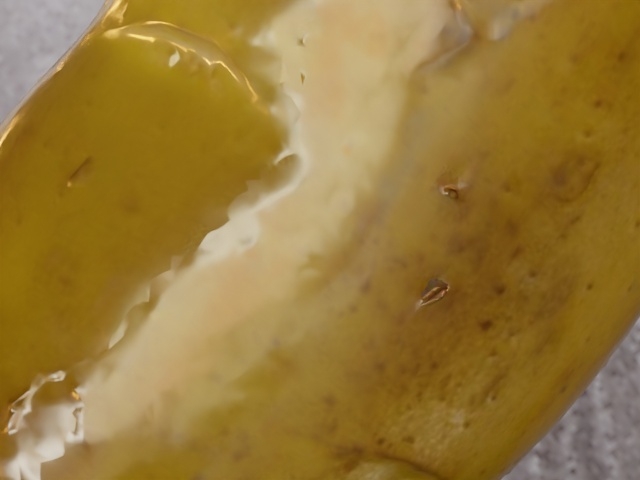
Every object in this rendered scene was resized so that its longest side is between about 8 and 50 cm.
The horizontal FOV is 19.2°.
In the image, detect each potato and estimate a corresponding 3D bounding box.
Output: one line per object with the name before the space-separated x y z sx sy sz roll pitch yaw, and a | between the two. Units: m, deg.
potato | 0.000 0.000 0.486 0.300 0.173 0.140 -53 46 10
